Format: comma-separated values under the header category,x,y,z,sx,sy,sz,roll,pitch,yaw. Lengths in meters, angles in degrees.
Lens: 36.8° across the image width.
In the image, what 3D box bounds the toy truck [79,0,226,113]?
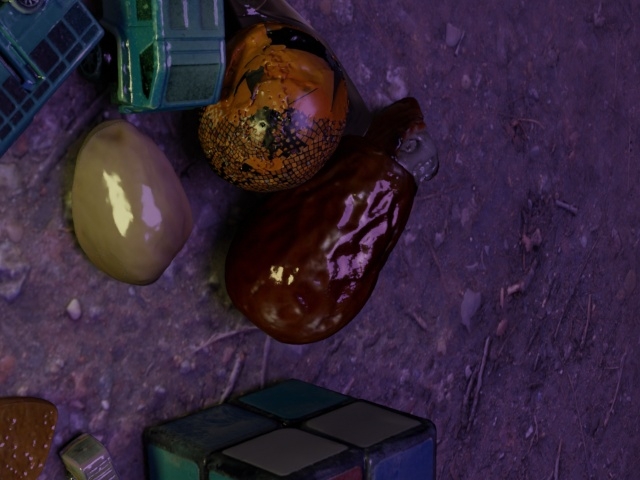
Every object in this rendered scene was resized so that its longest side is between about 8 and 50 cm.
category,x,y,z,sx,sy,sz,roll,pitch,yaw
toy truck,-0.211,-0.302,1.225,0.155,0.156,0.278,-12,106,-45

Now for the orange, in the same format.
category,x,y,z,sx,sy,sz,roll,pitch,yaw
orange,-0.069,-0.178,1.314,0.182,0.234,0.234,13,87,-46

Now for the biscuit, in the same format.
category,x,y,z,sx,sy,sz,roll,pitch,yaw
biscuit,-0.416,0.277,1.190,0.220,0.029,0.142,-52,131,-27

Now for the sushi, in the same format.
category,x,y,z,sx,sy,sz,roll,pitch,yaw
sushi,0.099,-0.097,1.603,0.332,0.124,0.130,-52,129,-25

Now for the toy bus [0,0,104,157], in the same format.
category,x,y,z,sx,sy,sz,roll,pitch,yaw
toy bus,-0.377,-0.194,1.088,0.256,0.128,0.147,-58,133,-25

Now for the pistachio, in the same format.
category,x,y,z,sx,sy,sz,roll,pitch,yaw
pistachio,-0.246,-0.046,1.253,0.152,0.126,0.223,-8,104,-9

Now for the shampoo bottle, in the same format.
category,x,y,z,sx,sy,sz,roll,pitch,yaw
shampoo bottle,-0.048,-0.275,1.453,0.125,0.084,0.350,-53,129,-19

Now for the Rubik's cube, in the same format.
category,x,y,z,sx,sy,sz,roll,pitch,yaw
Rubik's cube,-0.041,0.407,1.399,0.313,0.318,0.316,-11,103,-43

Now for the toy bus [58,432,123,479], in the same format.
category,x,y,z,sx,sy,sz,roll,pitch,yaw
toy bus,-0.291,0.344,1.303,0.057,0.072,0.172,-36,120,-33

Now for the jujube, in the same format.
category,x,y,z,sx,sy,sz,roll,pitch,yaw
jujube,0.000,0.000,1.411,0.318,0.223,0.223,-52,134,3
